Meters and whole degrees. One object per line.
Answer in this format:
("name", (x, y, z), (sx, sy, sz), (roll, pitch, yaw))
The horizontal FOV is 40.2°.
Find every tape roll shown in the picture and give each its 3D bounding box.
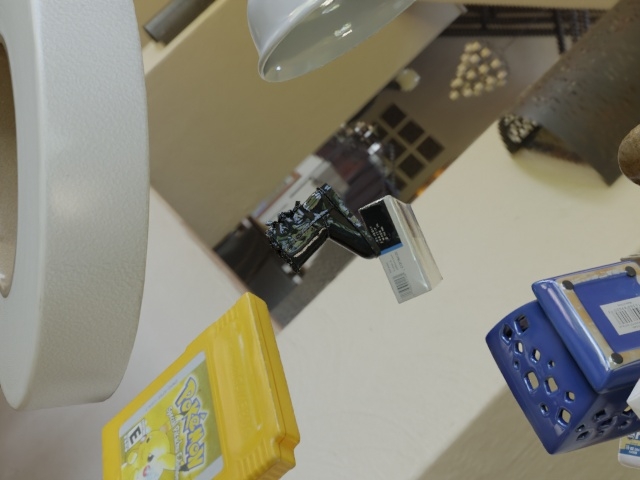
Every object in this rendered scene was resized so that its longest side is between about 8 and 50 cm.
("tape roll", (-0.223, -0.060, 0.709), (0.392, 0.072, 0.392), (10, -79, 63))

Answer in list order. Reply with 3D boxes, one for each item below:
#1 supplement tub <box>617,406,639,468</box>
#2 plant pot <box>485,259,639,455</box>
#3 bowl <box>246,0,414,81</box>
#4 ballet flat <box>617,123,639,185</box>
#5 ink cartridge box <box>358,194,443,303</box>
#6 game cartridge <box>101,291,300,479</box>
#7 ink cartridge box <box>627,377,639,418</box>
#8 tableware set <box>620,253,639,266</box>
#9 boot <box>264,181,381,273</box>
("supplement tub", (0.675, 0.358, 1.740), (0.144, 0.200, 0.144), (9, -10, 2))
("plant pot", (0.440, 0.172, 1.396), (0.212, 0.236, 0.236), (107, -35, -48))
("bowl", (0.015, -0.340, 1.113), (0.134, 0.298, 0.298), (57, -5, 4))
("ballet flat", (0.491, -0.109, 0.973), (0.342, 0.124, 0.116), (-9, -66, 36))
("ink cartridge box", (0.144, 0.014, 1.505), (0.165, 0.065, 0.332), (66, 11, 5))
("game cartridge", (-0.170, 0.262, 1.149), (0.052, 0.323, 0.285), (33, 22, -33))
("ink cartridge box", (0.496, 0.248, 1.129), (0.198, 0.115, 0.067), (53, -49, 3))
("tableware set", (0.598, 0.094, 1.530), (0.141, 0.020, 0.169), (7, -54, 35))
("boot", (0.000, 0.000, 1.052), (0.121, 0.099, 0.045), (49, -9, 0))
